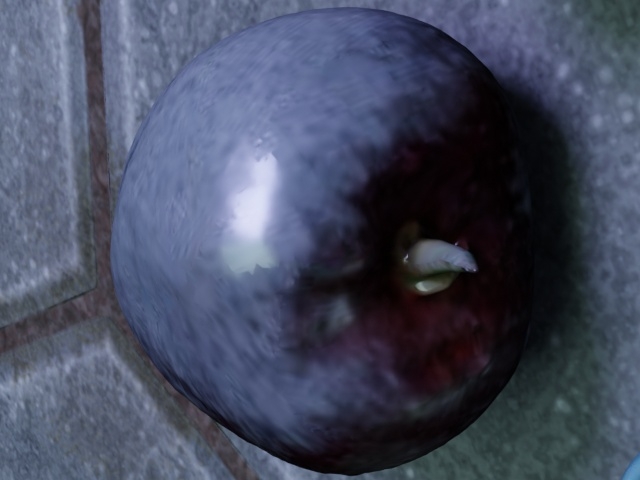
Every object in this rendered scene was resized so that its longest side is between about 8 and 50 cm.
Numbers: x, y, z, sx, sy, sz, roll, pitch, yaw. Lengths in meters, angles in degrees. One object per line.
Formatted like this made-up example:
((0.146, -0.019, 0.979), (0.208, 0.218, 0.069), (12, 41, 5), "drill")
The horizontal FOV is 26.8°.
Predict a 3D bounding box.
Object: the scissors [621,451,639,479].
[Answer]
((0.151, 0.268, 0.835), (0.447, 0.029, 0.192), (-43, 73, 44), "scissors")

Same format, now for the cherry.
((0.000, 0.000, 0.753), (0.296, 0.218, 0.255), (7, 116, 49), "cherry")
